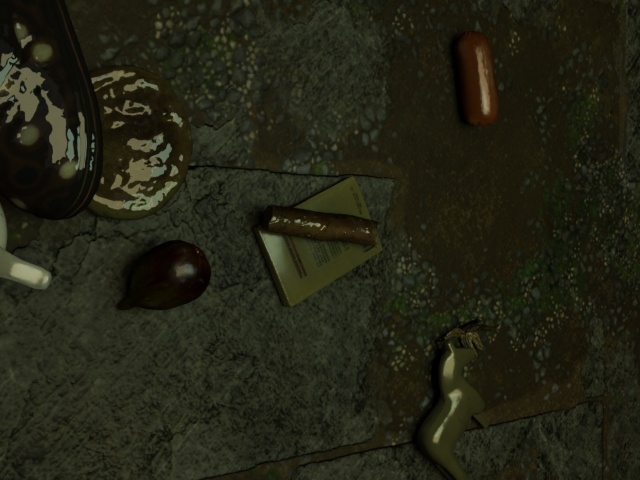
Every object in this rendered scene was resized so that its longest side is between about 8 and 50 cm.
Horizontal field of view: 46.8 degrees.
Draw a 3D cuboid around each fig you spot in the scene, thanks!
[{"bbox_3d":[-0.246,0.065,1.145,0.154,0.103,0.109,-38,131,10],"label":"fig"}]

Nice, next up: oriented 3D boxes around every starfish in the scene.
[{"bbox_3d":[0.300,0.191,1.536,0.130,0.041,0.133,0,132,-16],"label":"starfish"}]

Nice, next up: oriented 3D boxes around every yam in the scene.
[{"bbox_3d":[0.008,-0.026,1.302,0.241,0.056,0.057,8,86,-33],"label":"yam"}]

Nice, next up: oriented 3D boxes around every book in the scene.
[{"bbox_3d":[0.000,0.000,1.345,0.230,0.026,0.161,-29,106,-30],"label":"book"}]

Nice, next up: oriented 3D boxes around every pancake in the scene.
[{"bbox_3d":[-0.302,-0.153,1.125,0.241,0.050,0.242,2,87,-32],"label":"pancake"}]

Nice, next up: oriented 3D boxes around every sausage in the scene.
[{"bbox_3d":[0.322,-0.334,1.526,0.076,0.076,0.198,-13,97,-33],"label":"sausage"}]

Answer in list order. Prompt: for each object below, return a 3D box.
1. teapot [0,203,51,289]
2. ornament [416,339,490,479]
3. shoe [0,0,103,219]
[{"bbox_3d":[-0.491,-0.003,0.943,0.299,0.165,0.209,20,70,-23],"label":"teapot"},{"bbox_3d":[0.277,0.344,1.515,0.230,0.061,0.245,-51,120,-22],"label":"ornament"},{"bbox_3d":[-0.428,-0.203,0.936,0.237,0.171,0.384,-19,98,-55],"label":"shoe"}]
